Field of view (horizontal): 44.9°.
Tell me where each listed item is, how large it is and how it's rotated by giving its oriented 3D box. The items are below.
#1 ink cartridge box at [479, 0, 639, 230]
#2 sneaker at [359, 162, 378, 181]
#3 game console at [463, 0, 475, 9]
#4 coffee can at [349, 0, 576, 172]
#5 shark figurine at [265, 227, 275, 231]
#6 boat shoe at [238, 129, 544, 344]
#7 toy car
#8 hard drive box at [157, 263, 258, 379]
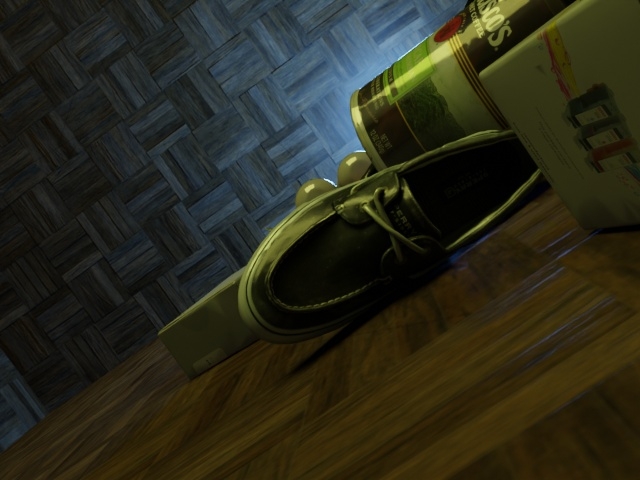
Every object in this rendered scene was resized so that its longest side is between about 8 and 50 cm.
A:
[{"bbox_3d":[0.198,-0.094,0.420,0.128,0.127,0.176,-35,4,-9],"label":"ink cartridge box"},{"bbox_3d":[0.157,-0.112,1.147,0.276,0.098,0.135,-37,-15,-6],"label":"sneaker"},{"bbox_3d":[0.230,-0.280,1.489,0.173,0.250,0.293,-5,-36,-19],"label":"game console"},{"bbox_3d":[0.203,-0.179,0.945,0.275,0.201,0.201,-34,3,28],"label":"coffee can"},{"bbox_3d":[-0.011,-0.009,1.640,0.166,0.116,0.278,0,23,14],"label":"shark figurine"},{"bbox_3d":[0.070,-0.022,0.727,0.335,0.121,0.119,-34,-1,-16],"label":"boat shoe"},{"bbox_3d":[0.049,-0.055,1.280,0.182,0.136,0.159,-33,-4,-1],"label":"toy car"},{"bbox_3d":[-0.111,0.092,1.200,0.181,0.089,0.232,-33,3,33],"label":"hard drive box"}]
